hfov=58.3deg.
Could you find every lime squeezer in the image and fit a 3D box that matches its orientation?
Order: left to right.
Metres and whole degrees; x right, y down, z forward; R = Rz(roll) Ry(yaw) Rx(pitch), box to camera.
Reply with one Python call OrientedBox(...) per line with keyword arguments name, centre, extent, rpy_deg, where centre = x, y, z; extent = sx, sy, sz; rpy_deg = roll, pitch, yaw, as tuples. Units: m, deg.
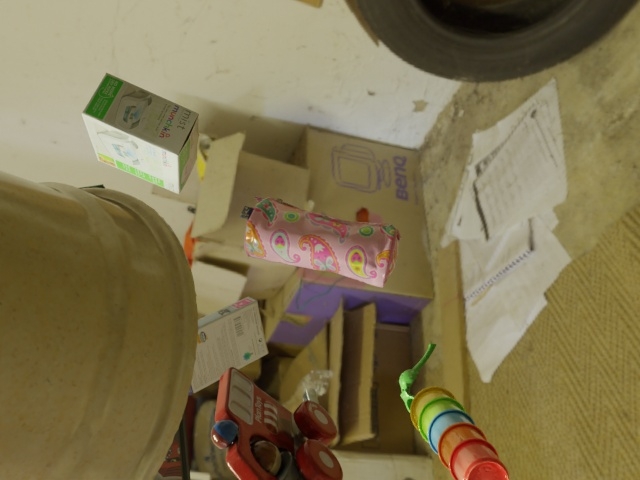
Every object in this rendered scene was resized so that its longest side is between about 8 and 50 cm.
OrientedBox(name="lime squeezer", centre=(0.245, 0.382, 1.394), extent=(0.059, 0.109, 0.311), rpy_deg=(-47, 30, 38))

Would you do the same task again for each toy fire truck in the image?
OrientedBox(name="toy fire truck", centre=(-0.106, 0.398, 1.114), extent=(0.169, 0.253, 0.302), rpy_deg=(-47, 15, 11))

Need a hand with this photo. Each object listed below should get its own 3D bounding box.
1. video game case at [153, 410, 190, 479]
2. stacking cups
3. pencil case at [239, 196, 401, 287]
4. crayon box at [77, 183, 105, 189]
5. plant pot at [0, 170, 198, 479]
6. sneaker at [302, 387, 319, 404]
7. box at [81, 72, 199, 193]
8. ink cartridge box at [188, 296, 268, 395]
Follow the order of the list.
OrientedBox(name="video game case", centre=(-0.316, 0.380, 0.839), extent=(0.035, 0.248, 0.275), rpy_deg=(156, 109, -68))
OrientedBox(name="stacking cups", centre=(0.220, 0.315, 0.924), extent=(0.316, 0.095, 0.096), rpy_deg=(128, 150, -87))
OrientedBox(name="pencil case", centre=(0.000, 0.000, 1.044), extent=(0.124, 0.283, 0.124), rpy_deg=(13, -90, -79))
OrientedBox(name="crayon box", centre=(-0.447, 0.049, 1.037), extent=(0.081, 0.165, 0.279), rpy_deg=(132, 123, -63))
OrientedBox(name="plant pot", centre=(-0.305, 0.054, 0.375), extent=(0.305, 0.333, 0.334), rpy_deg=(41, -134, -57))
OrientedBox(name="sneaker", centre=(-0.074, 0.582, 1.744), extent=(0.101, 0.152, 0.269), rpy_deg=(-116, 24, -75))
OrientedBox(name="box", centre=(-0.424, -0.251, 1.396), extent=(0.262, 0.230, 0.127), rpy_deg=(132, 161, -69))
OrientedBox(name="ink cartridge box", centre=(-0.304, 0.306, 1.649), extent=(0.065, 0.311, 0.186), rpy_deg=(15, 121, 47))
